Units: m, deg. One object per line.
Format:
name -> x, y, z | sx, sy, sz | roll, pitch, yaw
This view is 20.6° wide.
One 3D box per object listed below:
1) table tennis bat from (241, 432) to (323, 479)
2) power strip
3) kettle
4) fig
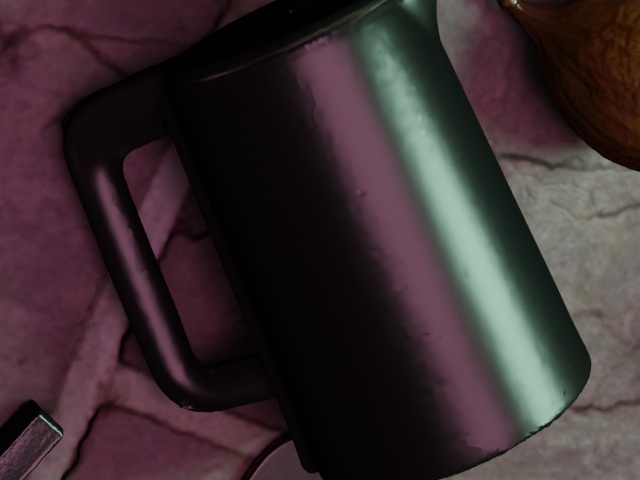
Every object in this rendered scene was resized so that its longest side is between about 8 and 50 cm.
table tennis bat -> -0.015, 0.245, 1.307 | 0.130, 0.019, 0.220 | 12, 94, -22
power strip -> -0.222, 0.159, 1.199 | 0.111, 0.038, 0.029 | -47, 113, -6
kettle -> 0.009, -0.007, 1.203 | 0.203, 0.262, 0.308 | -42, 113, -48
fig -> 0.194, -0.137, 1.277 | 0.201, 0.134, 0.146 | 17, 64, -3
